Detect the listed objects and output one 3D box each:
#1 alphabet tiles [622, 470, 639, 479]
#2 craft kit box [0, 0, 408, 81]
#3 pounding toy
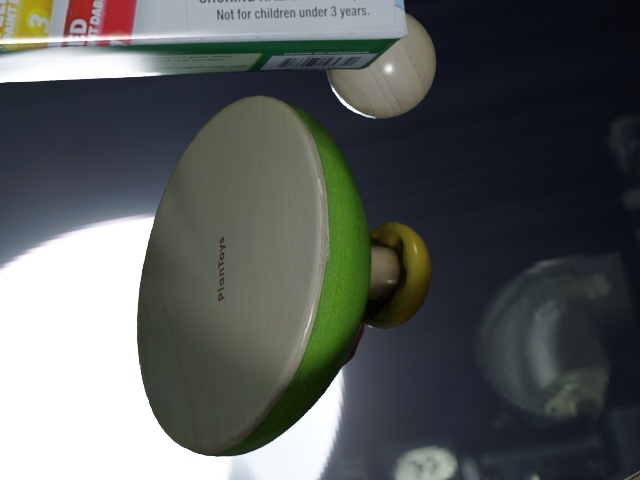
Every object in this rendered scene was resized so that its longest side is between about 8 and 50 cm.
[{"bbox_3d":[0.014,0.187,0.662,0.011,0.285,0.342,57,-24,12],"label":"alphabet tiles"},{"bbox_3d":[-0.108,-0.169,0.426,0.061,0.250,0.246,155,-70,-77],"label":"craft kit box"},{"bbox_3d":[0.000,0.000,0.787,0.183,0.110,0.237,20,-85,58],"label":"pounding toy"}]
